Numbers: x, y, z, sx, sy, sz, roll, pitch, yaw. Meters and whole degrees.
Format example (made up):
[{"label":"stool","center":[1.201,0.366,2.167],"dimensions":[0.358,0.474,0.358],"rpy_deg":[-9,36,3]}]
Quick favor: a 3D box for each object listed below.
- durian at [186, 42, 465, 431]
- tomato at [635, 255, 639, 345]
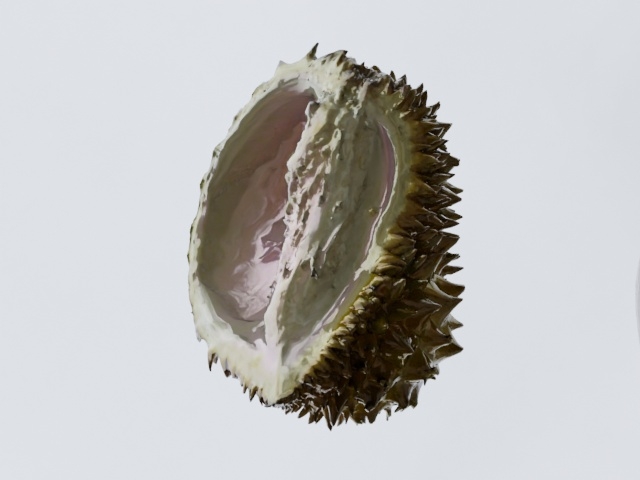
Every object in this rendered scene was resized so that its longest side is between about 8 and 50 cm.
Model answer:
[{"label":"durian","center":[0.012,0.001,1.034],"dimensions":[0.138,0.183,0.249],"rpy_deg":[13,-111,-28]},{"label":"tomato","center":[0.281,0.046,0.812],"dimensions":[0.270,0.270,0.222],"rpy_deg":[43,-101,-32]}]
